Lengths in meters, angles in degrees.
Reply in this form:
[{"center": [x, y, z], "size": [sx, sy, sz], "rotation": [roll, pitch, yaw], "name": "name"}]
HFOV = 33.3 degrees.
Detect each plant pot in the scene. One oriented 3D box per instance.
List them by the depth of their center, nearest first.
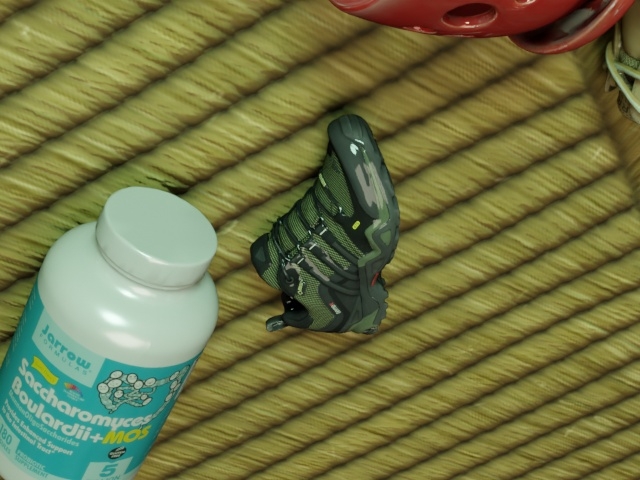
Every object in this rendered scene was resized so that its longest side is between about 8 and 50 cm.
[{"center": [0.111, -0.218, 0.670], "size": [0.174, 0.191, 0.191], "rotation": [7, 127, -26], "name": "plant pot"}]

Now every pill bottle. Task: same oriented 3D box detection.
[{"center": [-0.176, 0.085, 0.878], "size": [0.146, 0.146, 0.264], "rotation": [15, 124, -22], "name": "pill bottle"}]

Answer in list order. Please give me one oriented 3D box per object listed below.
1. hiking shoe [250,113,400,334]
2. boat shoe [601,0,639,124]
[{"center": [0.000, 0.000, 0.885], "size": [0.114, 0.086, 0.227], "rotation": [-8, 131, -10], "name": "hiking shoe"}, {"center": [0.279, -0.128, 0.818], "size": [0.110, 0.122, 0.341], "rotation": [-36, 128, 16], "name": "boat shoe"}]
